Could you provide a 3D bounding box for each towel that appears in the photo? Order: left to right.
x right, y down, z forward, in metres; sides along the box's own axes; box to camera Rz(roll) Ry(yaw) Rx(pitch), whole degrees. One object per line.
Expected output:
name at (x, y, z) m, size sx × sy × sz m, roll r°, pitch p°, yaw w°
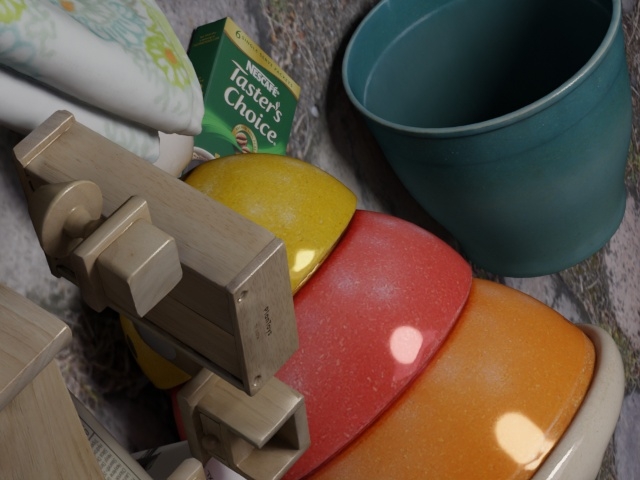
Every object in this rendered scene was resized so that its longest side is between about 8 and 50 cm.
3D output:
towel at (-0.259, -0.212, 0.973) m, size 0.374 × 0.090 × 0.320 m, roll 22°, pitch 28°, yaw -49°

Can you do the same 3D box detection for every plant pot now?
plant pot at (0.191, -0.109, 1.549) m, size 0.255 × 0.272 × 0.271 m, roll 63°, pitch 34°, yaw -40°

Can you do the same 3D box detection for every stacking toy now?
stacking toy at (-0.037, 0.052, 1.198) m, size 0.480 × 0.350 × 0.350 m, roll 46°, pitch 41°, yaw -7°

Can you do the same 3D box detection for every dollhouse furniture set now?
dollhouse furniture set at (-0.190, 0.117, 0.860) m, size 0.355 × 0.174 × 0.303 m, roll -46°, pitch 150°, yaw -27°

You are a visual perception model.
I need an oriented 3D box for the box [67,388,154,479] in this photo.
box at (-0.124, 0.265, 1.003) m, size 0.311 × 0.121 × 0.148 m, roll 49°, pitch 36°, yaw -8°

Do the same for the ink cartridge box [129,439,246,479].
ink cartridge box at (-0.109, 0.206, 1.091) m, size 0.109 × 0.150 × 0.063 m, roll 62°, pitch 33°, yaw -18°

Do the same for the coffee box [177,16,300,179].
coffee box at (-0.078, -0.089, 1.342) m, size 0.113 × 0.040 × 0.184 m, roll 43°, pitch 46°, yaw -37°
